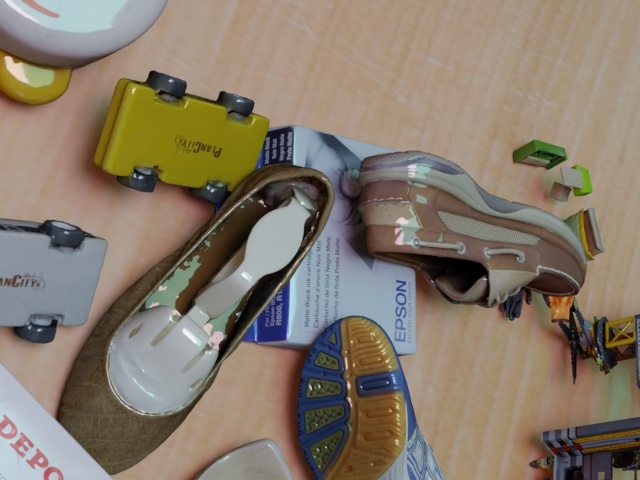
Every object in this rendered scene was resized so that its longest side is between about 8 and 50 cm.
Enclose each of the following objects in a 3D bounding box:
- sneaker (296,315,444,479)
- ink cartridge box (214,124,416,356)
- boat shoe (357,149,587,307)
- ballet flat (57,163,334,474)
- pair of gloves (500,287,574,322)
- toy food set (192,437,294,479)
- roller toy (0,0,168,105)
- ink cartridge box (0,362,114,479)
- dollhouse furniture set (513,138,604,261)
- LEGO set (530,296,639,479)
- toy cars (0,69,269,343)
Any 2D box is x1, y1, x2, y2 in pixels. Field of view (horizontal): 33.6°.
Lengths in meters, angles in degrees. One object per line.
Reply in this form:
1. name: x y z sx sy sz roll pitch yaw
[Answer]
1. sneaker: 0.059 0.216 1.040 0.131 0.111 0.296 -12 94 -64
2. ink cartridge box: 0.000 0.000 1.073 0.224 0.045 0.223 8 75 -33
3. boat shoe: 0.156 0.014 1.099 0.324 0.123 0.116 22 69 -35
4. ballet flat: -0.097 0.056 0.920 0.116 0.124 0.342 46 67 -9
5. pair of gloves: 0.248 0.059 1.214 0.010 0.083 0.074 59 37 -54
6. toy food set: -0.072 0.334 0.863 0.306 0.092 0.220 -42 112 -56
7. roller toy: -0.229 -0.241 0.907 0.191 0.146 0.209 -36 107 -25
8. ink cartridge box: -0.298 0.192 0.670 0.201 0.117 0.278 51 57 -14
9. dollhouse furniture set: 0.278 -0.042 1.255 0.058 0.076 0.152 7 66 -36
10. LEGO set: 0.354 0.236 1.213 0.255 0.192 0.331 41 44 -42
11. toy cars: -0.205 -0.039 0.913 0.393 0.087 0.176 -41 139 -31
